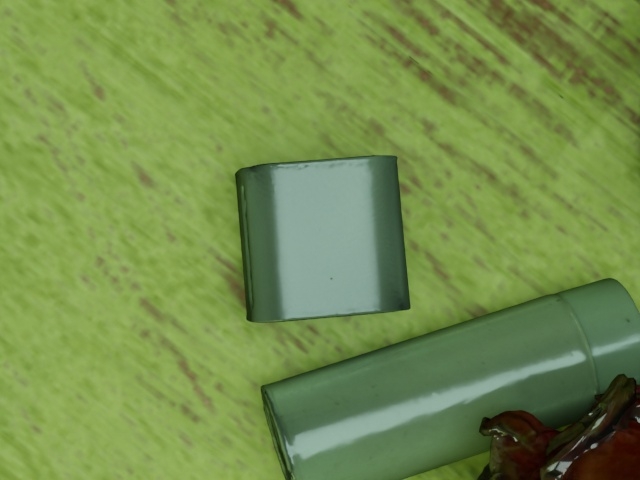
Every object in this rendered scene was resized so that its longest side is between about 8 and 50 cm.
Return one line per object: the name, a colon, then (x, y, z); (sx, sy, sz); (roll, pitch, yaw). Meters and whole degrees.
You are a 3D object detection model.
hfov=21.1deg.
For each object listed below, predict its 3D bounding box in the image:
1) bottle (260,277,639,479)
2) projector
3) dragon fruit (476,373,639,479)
bottle: (0.073, 0.081, 0.916); (0.202, 0.072, 0.072); (-17, 90, -7)
projector: (0.000, 0.000, 0.903); (0.083, 0.083, 0.082); (-5, 89, -7)
dragon fruit: (0.229, 0.199, 0.832); (0.343, 0.277, 0.277); (5, 88, -4)
